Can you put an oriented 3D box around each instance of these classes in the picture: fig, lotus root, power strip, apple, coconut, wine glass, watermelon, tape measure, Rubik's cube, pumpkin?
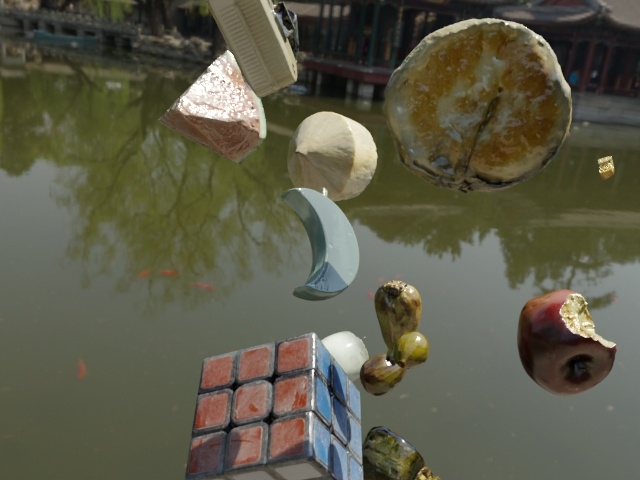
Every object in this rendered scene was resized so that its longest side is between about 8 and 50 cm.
[{"bbox_3d":[0.180,0.349,1.604,0.154,0.103,0.109,-18,35,-2],"label":"fig"},{"bbox_3d":[0.180,0.227,1.220,0.074,0.074,0.088,17,32,28],"label":"fig"},{"bbox_3d":[0.173,0.184,1.357,0.108,0.191,0.094,5,13,37],"label":"lotus root"},{"bbox_3d":[0.000,0.000,1.189,0.167,0.254,0.054,16,-33,-38],"label":"power strip"},{"bbox_3d":[0.405,0.170,1.024,0.147,0.156,0.158,-33,25,17],"label":"apple"},{"bbox_3d":[0.029,-0.274,1.985,0.328,0.329,0.329,6,18,-2],"label":"coconut"},{"bbox_3d":[0.001,0.447,2.096,0.357,0.191,0.190,-18,30,-39],"label":"wine glass"},{"bbox_3d":[-0.316,-0.317,1.617,0.292,0.250,0.283,-28,75,-43],"label":"watermelon"},{"bbox_3d":[-0.137,-0.462,1.252,0.132,0.271,0.231,-23,34,10],"label":"tape measure"},{"bbox_3d":[-0.089,0.436,1.376,0.303,0.301,0.305,-15,44,18],"label":"Rubik's cube"},{"bbox_3d":[0.191,0.711,1.741,0.232,0.325,0.242,-44,21,-22],"label":"pumpkin"}]

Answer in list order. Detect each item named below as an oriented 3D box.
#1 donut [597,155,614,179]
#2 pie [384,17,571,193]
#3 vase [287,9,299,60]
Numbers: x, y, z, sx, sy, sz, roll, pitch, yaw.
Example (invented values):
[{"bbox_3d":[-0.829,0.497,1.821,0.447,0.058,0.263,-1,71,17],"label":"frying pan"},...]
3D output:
[{"bbox_3d":[0.784,-0.201,1.656,0.037,0.067,0.083,-14,-10,30],"label":"donut"},{"bbox_3d":[0.285,-0.239,1.101,0.338,0.339,0.077,8,12,3],"label":"pie"},{"bbox_3d":[-0.089,-0.563,1.723,0.059,0.060,0.211,9,-22,6],"label":"vase"}]
